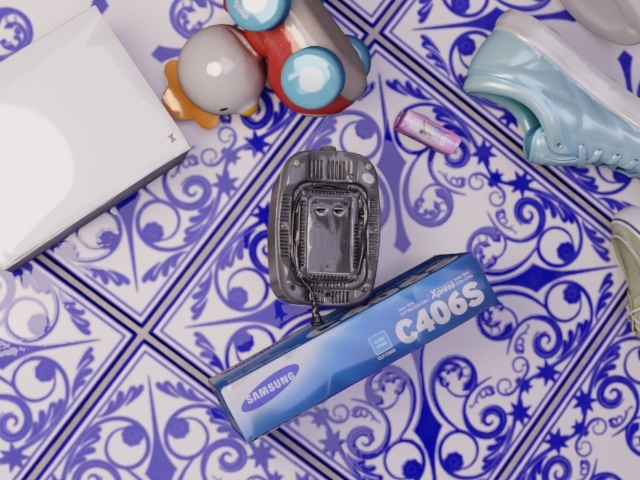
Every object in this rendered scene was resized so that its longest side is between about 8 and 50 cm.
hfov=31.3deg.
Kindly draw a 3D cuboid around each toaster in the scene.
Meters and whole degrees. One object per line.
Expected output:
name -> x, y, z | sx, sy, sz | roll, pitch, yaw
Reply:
toaster -> 0.000, 0.000, 1.425 | 0.129, 0.146, 0.226 | 1, 85, -10

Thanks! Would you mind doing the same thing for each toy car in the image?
toy car -> -0.086, -0.210, 1.424 | 0.238, 0.219, 0.210 | -34, 95, 19

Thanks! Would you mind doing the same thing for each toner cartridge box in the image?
toner cartridge box -> 0.035, 0.126, 1.420 | 0.348, 0.165, 0.075 | -28, 92, -11

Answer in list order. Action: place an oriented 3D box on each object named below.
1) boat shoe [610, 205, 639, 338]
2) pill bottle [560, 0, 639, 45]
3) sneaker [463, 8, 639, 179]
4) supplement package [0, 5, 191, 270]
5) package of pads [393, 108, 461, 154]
boat shoe -> 0.463, 0.099, 1.533 | 0.094, 0.109, 0.302 | -31, 96, -8
pill bottle -> 0.453, -0.413, 1.525 | 0.160, 0.160, 0.283 | 41, 81, -6
sneaker -> 0.346, -0.139, 1.518 | 0.366, 0.135, 0.150 | 38, 89, 2
supplement package -> -0.323, -0.117, 1.373 | 0.262, 0.145, 0.204 | -34, 94, -11
package of pads -> 0.141, -0.142, 1.509 | 0.083, 0.050, 0.032 | 26, 88, -9
